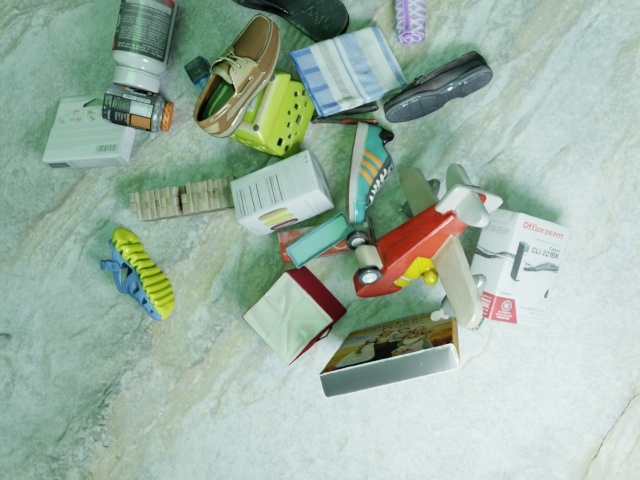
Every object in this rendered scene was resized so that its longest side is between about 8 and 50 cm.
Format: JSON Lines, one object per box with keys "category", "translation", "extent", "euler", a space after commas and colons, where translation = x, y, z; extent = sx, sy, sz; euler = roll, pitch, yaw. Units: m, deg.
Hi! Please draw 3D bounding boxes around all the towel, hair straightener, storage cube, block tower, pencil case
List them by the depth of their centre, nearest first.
{"category": "towel", "translation": [0.081, -0.463, 1.558], "extent": [0.285, 0.034, 0.209], "euler": [-23, 84, -19]}
{"category": "pencil case", "translation": [0.240, -0.639, 1.559], "extent": [0.087, 0.088, 0.205], "euler": [-6, 91, 16]}
{"category": "storage cube", "translation": [-0.069, 0.201, 1.596], "extent": [0.215, 0.193, 0.183], "euler": [46, 100, 8]}
{"category": "hair straightener", "translation": [0.054, -0.372, 1.637], "extent": [0.231, 0.047, 0.088], "euler": [2, 88, 18]}
{"category": "block tower", "translation": [-0.395, -0.121, 1.720], "extent": [0.336, 0.097, 0.090], "euler": [-8, 89, 15]}

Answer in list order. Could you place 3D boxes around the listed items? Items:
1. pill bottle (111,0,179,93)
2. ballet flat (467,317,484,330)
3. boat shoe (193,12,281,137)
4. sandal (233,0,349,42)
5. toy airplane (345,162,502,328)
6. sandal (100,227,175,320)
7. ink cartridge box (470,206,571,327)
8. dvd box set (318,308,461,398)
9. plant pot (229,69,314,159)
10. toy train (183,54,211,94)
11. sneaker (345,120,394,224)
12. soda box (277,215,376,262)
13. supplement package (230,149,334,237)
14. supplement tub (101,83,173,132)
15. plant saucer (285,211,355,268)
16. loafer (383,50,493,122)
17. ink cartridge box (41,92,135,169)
{"category": "pill bottle", "translation": [-0.525, -0.591, 1.704], "extent": [0.162, 0.161, 0.282], "euler": [13, 94, 13]}
{"category": "ballet flat", "translation": [0.418, 0.154, 1.544], "extent": [0.070, 0.070, 0.188], "euler": [8, 93, 13]}
{"category": "boat shoe", "translation": [-0.209, -0.406, 1.426], "extent": [0.123, 0.120, 0.323], "euler": [31, 99, 20]}
{"category": "sandal", "translation": [-0.119, -0.716, 1.632], "extent": [0.446, 0.107, 0.167], "euler": [30, 98, 11]}
{"category": "toy airplane", "translation": [0.287, 0.002, 1.428], "extent": [0.385, 0.272, 0.385], "euler": [11, 74, 48]}
{"category": "sandal", "translation": [-0.563, 0.119, 1.756], "extent": [0.138, 0.126, 0.317], "euler": [-41, 74, 15]}
{"category": "ink cartridge box", "translation": [0.491, 0.066, 1.451], "extent": [0.197, 0.114, 0.272], "euler": [12, 95, -30]}
{"category": "dvd box set", "translation": [0.187, 0.263, 1.419], "extent": [0.308, 0.420, 0.062], "euler": [-16, 91, 14]}
{"category": "plant pot", "translation": [-0.168, -0.368, 1.585], "extent": [0.228, 0.207, 0.227], "euler": [23, 96, 20]}
{"category": "toy train", "translation": [-0.322, -0.447, 1.687], "extent": [0.080, 0.105, 0.184], "euler": [-31, 84, 12]}
{"category": "sneaker", "translation": [0.137, -0.180, 1.551], "extent": [0.121, 0.108, 0.301], "euler": [9, 72, -1]}
{"category": "soda box", "translation": [0.020, -0.001, 1.626], "extent": [0.264, 0.083, 0.092], "euler": [-10, 88, 14]}
{"category": "supplement package", "translation": [-0.107, -0.126, 1.610], "extent": [0.244, 0.139, 0.133], "euler": [-21, 65, 14]}
{"category": "supplement tub", "translation": [-0.541, -0.390, 1.714], "extent": [0.191, 0.117, 0.116], "euler": [12, 94, -11]}
{"category": "plant saucer", "translation": [0.000, 0.000, 1.579], "extent": [0.192, 0.018, 0.067], "euler": [-33, 83, 11]}
{"category": "loafer", "translation": [0.306, -0.413, 1.553], "extent": [0.303, 0.109, 0.095], "euler": [-22, 67, 7]}
{"category": "ink cartridge box", "translation": [-0.716, -0.346, 1.810], "extent": [0.276, 0.060, 0.238], "euler": [-1, 66, 13]}
